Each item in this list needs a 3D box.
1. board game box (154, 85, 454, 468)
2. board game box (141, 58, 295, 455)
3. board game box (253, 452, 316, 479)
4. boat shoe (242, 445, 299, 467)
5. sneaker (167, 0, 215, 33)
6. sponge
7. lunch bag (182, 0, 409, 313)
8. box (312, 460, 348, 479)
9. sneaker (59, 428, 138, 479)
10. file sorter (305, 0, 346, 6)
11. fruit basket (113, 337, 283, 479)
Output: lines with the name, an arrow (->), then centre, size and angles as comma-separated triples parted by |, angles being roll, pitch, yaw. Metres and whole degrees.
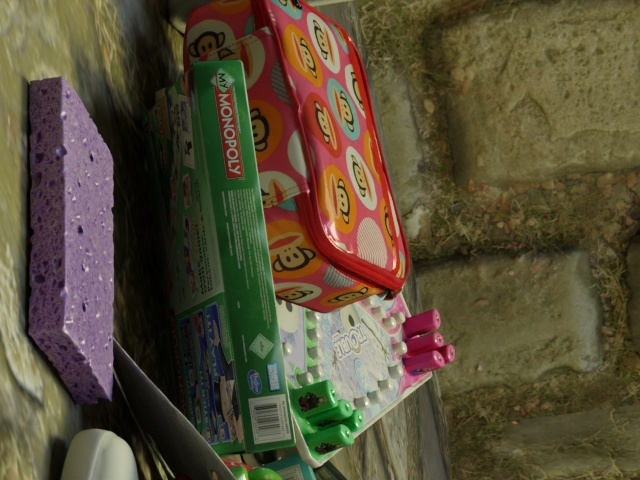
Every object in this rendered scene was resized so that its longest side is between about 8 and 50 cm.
board game box -> 0.000, 0.000, 1.951 | 0.390, 0.050, 0.390 | 67, 22, -1
board game box -> -0.092, 0.025, 1.601 | 0.213, 0.046, 0.317 | 154, -71, -72
board game box -> 0.012, 0.417, 1.941 | 0.336, 0.079, 0.254 | 73, -1, -49
boat shoe -> -0.053, 0.070, 1.959 | 0.112, 0.095, 0.335 | -36, 117, -81
sneaker -> -0.077, -0.325, 1.952 | 0.323, 0.130, 0.236 | 85, 12, -84
sponge -> -0.179, 0.000, 1.356 | 0.117, 0.031, 0.210 | 68, 16, -60
lunch bag -> -0.013, -0.079, 1.788 | 0.258, 0.120, 0.293 | 27, 46, -62
box -> 0.044, 0.345, 2.114 | 0.220, 0.051, 0.175 | 42, -20, 43
sneaker -> -0.106, 0.264, 1.261 | 0.106, 0.123, 0.290 | 55, 26, -69
file sorter -> -0.034, -0.455, 2.412 | 0.193, 0.173, 0.278 | 72, 12, -54
fruit basket -> -0.035, 0.243, 1.430 | 0.353, 0.165, 0.327 | 49, -16, 41
